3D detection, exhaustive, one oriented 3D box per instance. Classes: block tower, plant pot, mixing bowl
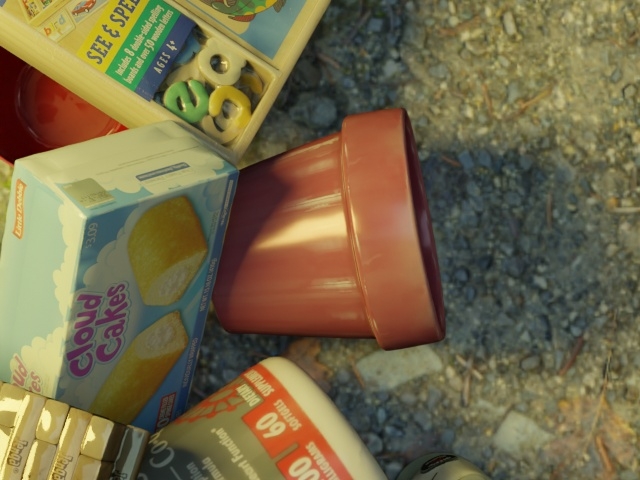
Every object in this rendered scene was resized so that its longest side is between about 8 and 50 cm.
[{"bbox_3d":[-0.297,0.125,1.183,0.335,0.097,0.091,18,82,3],"label":"block tower"},{"bbox_3d":[0.000,0.000,1.370,0.180,0.201,0.201,-9,83,8],"label":"plant pot"},{"bbox_3d":[-0.212,-0.131,1.397,0.181,0.098,0.181,1,83,-7],"label":"mixing bowl"}]

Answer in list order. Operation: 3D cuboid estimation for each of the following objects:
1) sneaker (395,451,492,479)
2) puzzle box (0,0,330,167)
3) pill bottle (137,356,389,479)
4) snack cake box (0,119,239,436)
[{"bbox_3d":[0.164,0.333,1.362,0.122,0.146,0.330,-30,88,-11],"label":"sneaker"},{"bbox_3d":[-0.102,-0.283,1.381,0.272,0.052,0.409,32,63,-11],"label":"puzzle box"},{"bbox_3d":[-0.120,0.271,1.298,0.363,0.210,0.210,-34,88,-11],"label":"pill bottle"},{"bbox_3d":[-0.169,0.050,1.280,0.089,0.264,0.152,37,39,30],"label":"snack cake box"}]
